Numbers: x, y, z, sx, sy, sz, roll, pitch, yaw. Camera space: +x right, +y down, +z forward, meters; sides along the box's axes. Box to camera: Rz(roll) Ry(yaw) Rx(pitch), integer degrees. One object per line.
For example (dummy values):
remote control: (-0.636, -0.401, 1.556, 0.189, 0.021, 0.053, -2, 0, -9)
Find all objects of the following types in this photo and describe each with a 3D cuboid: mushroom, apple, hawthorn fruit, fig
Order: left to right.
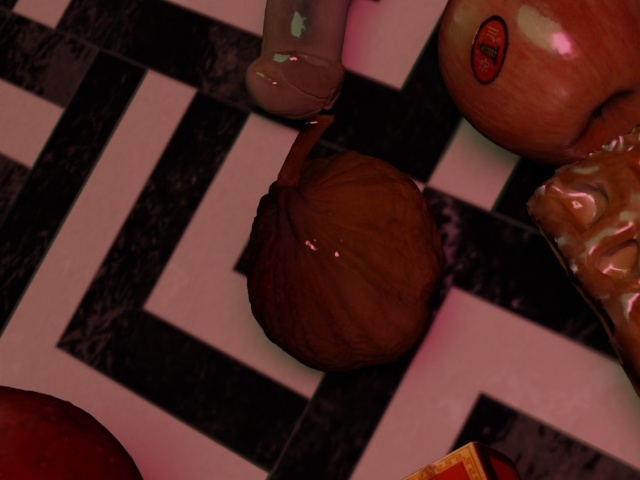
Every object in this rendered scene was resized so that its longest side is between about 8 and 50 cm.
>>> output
hawthorn fruit: (-0.195, 0.200, 1.069, 0.266, 0.210, 0.230, -10, 46, 28)
fig: (0.000, 0.000, 1.051, 0.134, 0.201, 0.146, -23, 66, 10)
mushroom: (0.010, -0.192, 1.189, 0.092, 0.081, 0.223, 27, 83, 12)
apple: (0.151, -0.116, 1.041, 0.146, 0.146, 0.131, -44, 53, 8)

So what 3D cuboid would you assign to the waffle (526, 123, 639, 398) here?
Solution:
waffle: (0.291, -0.021, 0.957, 0.308, 0.091, 0.213, -34, 57, 12)

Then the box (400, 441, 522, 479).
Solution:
box: (0.033, 0.245, 1.010, 0.240, 0.074, 0.153, -32, 54, 17)
